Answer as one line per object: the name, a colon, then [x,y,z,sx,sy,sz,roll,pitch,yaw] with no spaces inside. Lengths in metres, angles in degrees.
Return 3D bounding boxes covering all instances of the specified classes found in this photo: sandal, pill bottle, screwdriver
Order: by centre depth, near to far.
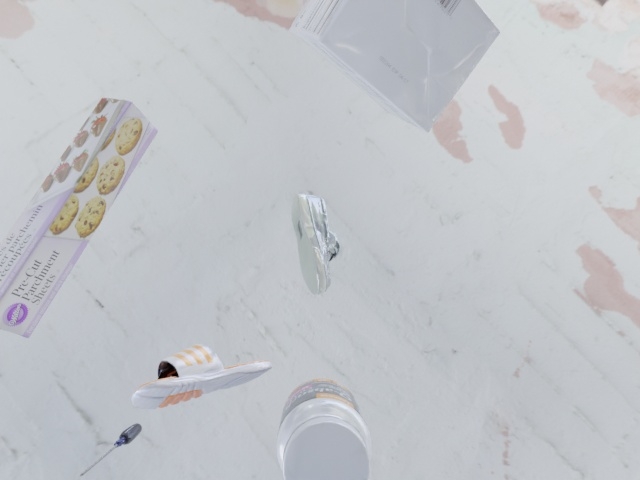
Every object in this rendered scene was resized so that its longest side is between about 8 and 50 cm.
screwdriver: [-0.351,0.347,0.767,0.025,0.170,0.024,29,-86,10]
sandal: [-0.200,0.218,0.778,0.102,0.265,0.076,-39,-116,30]
pill bottle: [0.005,0.348,0.812,0.162,0.278,0.162,0,-96,-2]

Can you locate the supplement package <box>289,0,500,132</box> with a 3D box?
supplement package: [0.123,-0.347,0.759,0.204,0.261,0.145,-55,-143,12]

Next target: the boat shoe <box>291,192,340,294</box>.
boat shoe: [0.000,0.000,0.907,0.081,0.079,0.228,0,-123,-21]

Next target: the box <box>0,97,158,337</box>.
box: [-0.326,-0.040,0.592,0.063,0.067,0.324,14,-111,26]
